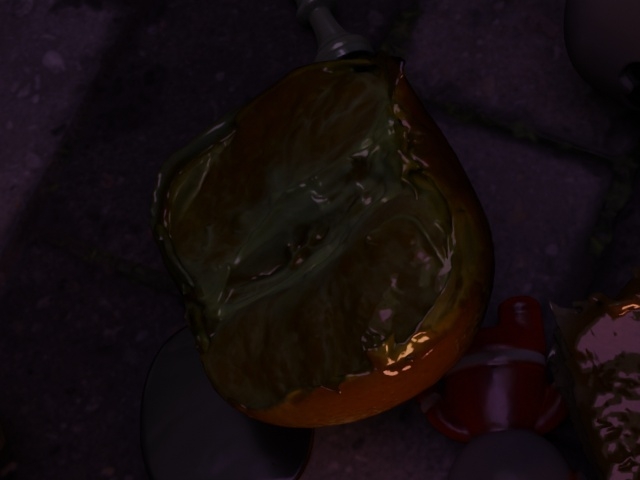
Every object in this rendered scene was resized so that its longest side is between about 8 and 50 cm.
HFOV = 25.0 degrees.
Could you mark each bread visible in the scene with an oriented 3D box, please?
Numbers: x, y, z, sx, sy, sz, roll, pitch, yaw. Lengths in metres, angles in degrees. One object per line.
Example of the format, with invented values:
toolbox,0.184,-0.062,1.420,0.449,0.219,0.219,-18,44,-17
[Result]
bread,0.324,0.142,1.073,0.279,0.225,0.250,-16,66,-2

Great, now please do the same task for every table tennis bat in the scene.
table tennis bat,-0.080,0.191,1.228,0.154,0.021,0.274,-5,66,7

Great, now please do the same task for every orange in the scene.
orange,0.003,0.006,1.186,0.263,0.196,0.334,-31,59,0

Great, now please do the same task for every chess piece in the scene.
chess piece,-0.001,-0.214,1.355,0.059,0.059,0.149,-24,63,-1

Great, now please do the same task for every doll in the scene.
doll,0.151,0.161,1.175,0.142,0.076,0.245,-9,64,6

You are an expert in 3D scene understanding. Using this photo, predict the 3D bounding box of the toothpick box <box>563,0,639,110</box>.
toothpick box,0.347,-0.189,1.190,0.316,0.229,0.229,35,78,29

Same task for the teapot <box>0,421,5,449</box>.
teapot,-0.362,0.220,1.197,0.203,0.171,0.225,25,80,-15
